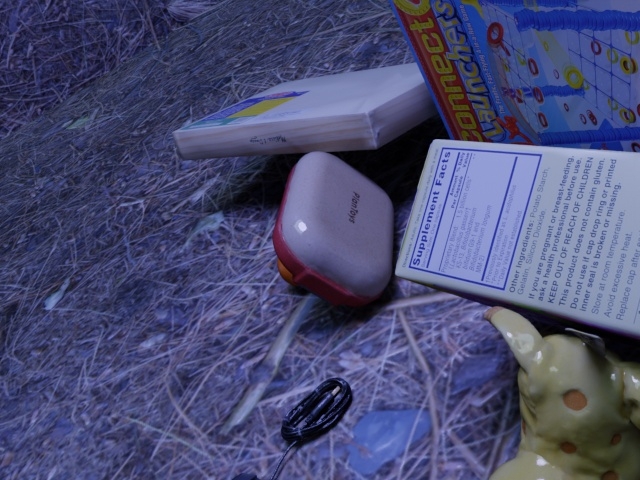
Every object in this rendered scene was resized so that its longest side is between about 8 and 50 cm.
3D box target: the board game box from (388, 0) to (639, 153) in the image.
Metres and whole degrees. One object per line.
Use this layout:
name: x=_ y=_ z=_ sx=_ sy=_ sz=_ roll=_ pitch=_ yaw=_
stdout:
board game box: x=0.250 y=-0.214 z=0.794 sx=0.302 sy=0.308 sz=0.086 roll=10 pitch=51 yaw=48

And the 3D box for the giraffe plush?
giraffe plush: x=0.177 y=0.159 z=0.488 sx=0.181 sy=0.210 sz=0.170 roll=20 pitch=86 yaw=47

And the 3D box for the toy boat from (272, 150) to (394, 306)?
toy boat: x=0.000 y=0.000 z=0.890 sx=0.151 sy=0.151 sz=0.231 roll=-46 pitch=20 yaw=34

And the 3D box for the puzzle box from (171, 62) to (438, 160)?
puzzle box: x=0.001 y=-0.198 z=1.080 sx=0.409 sy=0.052 sz=0.272 roll=4 pitch=29 yaw=44

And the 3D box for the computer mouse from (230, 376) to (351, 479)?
computer mouse: x=-0.052 y=0.220 z=0.686 sx=0.071 sy=0.041 sz=0.242 roll=6 pitch=46 yaw=45

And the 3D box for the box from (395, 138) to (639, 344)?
box: x=0.225 y=0.016 z=0.553 sx=0.243 sy=0.214 sz=0.117 roll=14 pitch=86 yaw=47
